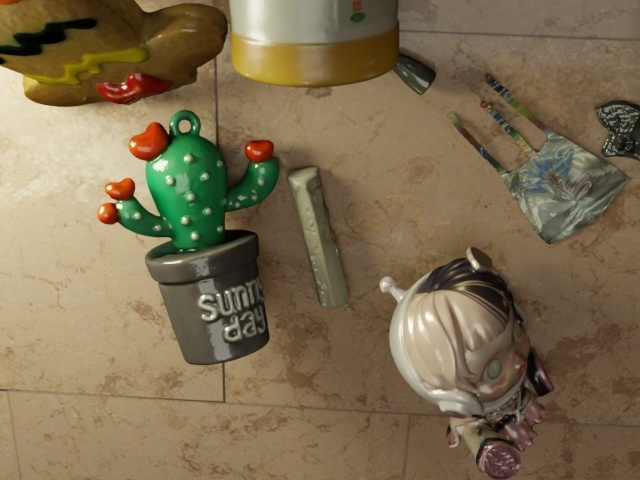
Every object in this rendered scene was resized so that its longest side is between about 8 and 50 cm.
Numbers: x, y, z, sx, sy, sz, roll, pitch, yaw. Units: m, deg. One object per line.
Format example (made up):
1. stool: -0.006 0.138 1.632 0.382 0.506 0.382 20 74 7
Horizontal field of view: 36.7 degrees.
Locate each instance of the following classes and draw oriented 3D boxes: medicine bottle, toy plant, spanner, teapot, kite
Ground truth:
1. medicine bottle: -0.009 -0.352 1.324 0.238 0.238 0.232 1 117 3
2. toy plant: -0.185 -0.011 1.551 0.279 0.185 0.400 -12 101 3
3. spanner: 0.549 -0.110 1.533 0.325 0.026 0.093 37 113 -16
4. teapot: 0.121 -0.269 1.469 0.110 0.043 0.043 33 115 -10
5. kite: 0.334 -0.121 1.545 0.310 0.015 0.169 36 115 -15

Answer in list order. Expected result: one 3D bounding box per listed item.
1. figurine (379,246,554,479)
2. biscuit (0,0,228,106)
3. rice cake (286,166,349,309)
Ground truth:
1. figurine: 0.243 0.209 1.601 0.211 0.253 0.361 -9 125 27
2. biscuit: -0.344 -0.281 1.324 0.368 0.076 0.394 -11 161 25
3. rice cake: 0.000 0.000 1.612 0.057 0.052 0.256 -22 117 -18
